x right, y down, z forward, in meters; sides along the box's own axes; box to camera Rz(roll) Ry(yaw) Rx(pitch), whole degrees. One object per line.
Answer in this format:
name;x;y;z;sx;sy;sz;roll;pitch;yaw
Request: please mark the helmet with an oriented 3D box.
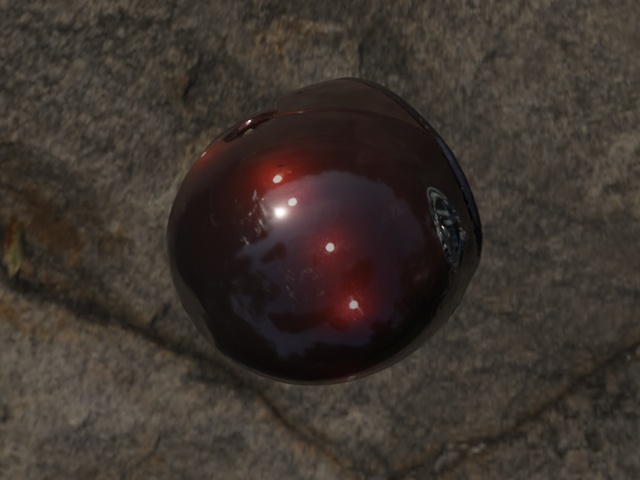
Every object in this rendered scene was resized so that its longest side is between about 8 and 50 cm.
helmet;0.000;0.000;0.825;0.216;0.193;0.189;-13;112;24
